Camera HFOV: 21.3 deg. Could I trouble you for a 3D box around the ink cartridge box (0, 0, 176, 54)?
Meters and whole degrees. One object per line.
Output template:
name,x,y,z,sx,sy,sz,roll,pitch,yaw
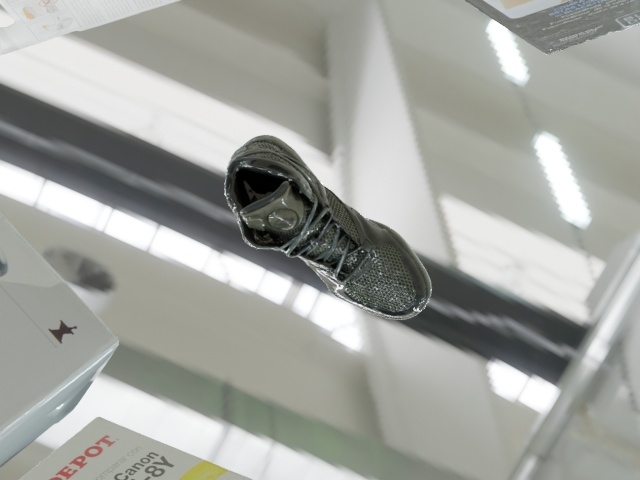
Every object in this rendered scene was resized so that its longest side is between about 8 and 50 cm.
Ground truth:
ink cartridge box,-0.205,-0.244,1.477,0.181,0.224,0.056,61,-166,-73

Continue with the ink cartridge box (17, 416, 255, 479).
ink cartridge box,-0.145,0.352,1.622,0.384,0.160,0.279,18,-146,27

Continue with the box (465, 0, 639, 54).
box,0.071,-0.199,0.730,0.290,0.087,0.169,14,-117,-64

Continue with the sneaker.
sneaker,0.000,0.000,1.556,0.227,0.087,0.130,44,-162,-1

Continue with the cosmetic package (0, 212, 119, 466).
cosmetic package,-0.331,0.008,0.843,0.377,0.097,0.284,46,-130,5
